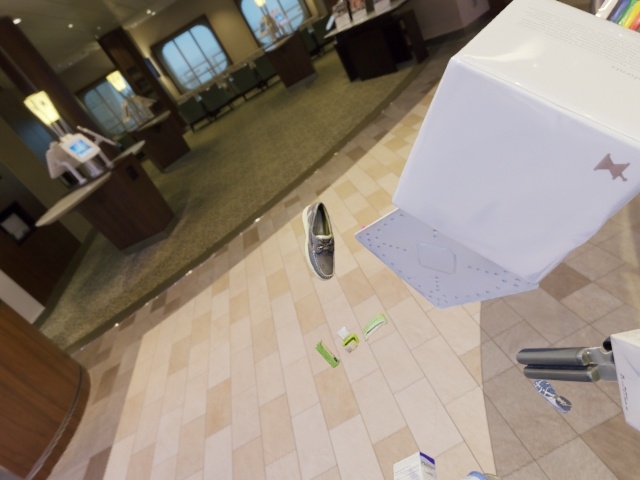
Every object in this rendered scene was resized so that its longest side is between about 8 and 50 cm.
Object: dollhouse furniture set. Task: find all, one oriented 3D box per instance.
[{"bbox_3d":[0.065,0.188,0.831,0.151,0.058,0.076,-42,-6,3],"label":"dollhouse furniture set"}]

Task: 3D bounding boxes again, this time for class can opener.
[{"bbox_3d":[0.558,0.247,0.844,0.095,0.076,0.283,-26,-2,-30],"label":"can opener"}]

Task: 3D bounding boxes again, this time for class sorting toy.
[{"bbox_3d":[0.681,-0.433,0.992,0.089,0.257,0.255,34,95,25],"label":"sorting toy"}]

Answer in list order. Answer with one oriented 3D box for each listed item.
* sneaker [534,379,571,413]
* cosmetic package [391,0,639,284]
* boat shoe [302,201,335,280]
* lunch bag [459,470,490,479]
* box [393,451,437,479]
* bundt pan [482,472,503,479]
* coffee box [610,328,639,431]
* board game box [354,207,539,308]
[{"bbox_3d":[0.801,0.547,1.406,0.052,0.058,0.135,-27,41,-12],"label":"sneaker"},{"bbox_3d":[0.404,-0.206,0.776,0.327,0.329,0.394,33,54,14],"label":"cosmetic package"},{"bbox_3d":[0.001,-0.001,1.132,0.080,0.224,0.073,-4,-14,-27],"label":"boat shoe"},{"bbox_3d":[0.374,0.684,0.889,0.115,0.303,0.243,-23,39,-25],"label":"lunch bag"},{"bbox_3d":[0.294,0.751,1.244,0.126,0.072,0.137,-48,19,32],"label":"box"},{"bbox_3d":[0.537,0.800,1.114,0.124,0.331,0.331,-34,29,-6],"label":"bundt pan"},{"bbox_3d":[0.566,0.186,0.560,0.246,0.141,0.098,-12,3,0],"label":"coffee box"},{"bbox_3d":[0.343,0.036,1.167,0.050,0.390,0.390,-56,11,-29],"label":"board game box"}]
